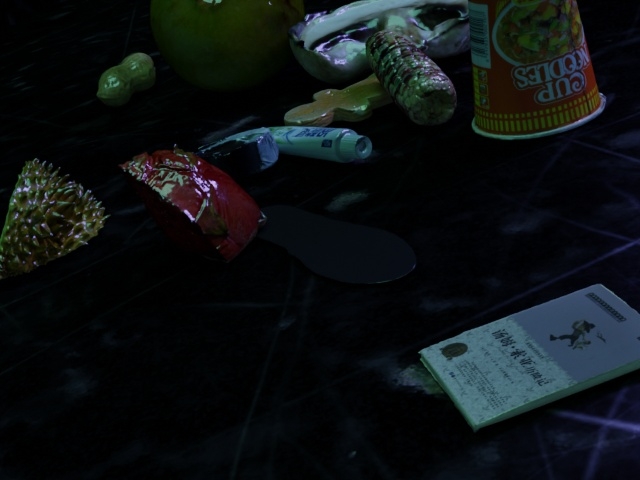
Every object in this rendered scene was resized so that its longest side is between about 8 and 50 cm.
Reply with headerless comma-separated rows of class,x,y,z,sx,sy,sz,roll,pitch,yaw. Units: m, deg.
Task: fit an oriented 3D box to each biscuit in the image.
biscuit,0.047,-0.225,1.523,0.234,0.030,0.153,-26,26,-21

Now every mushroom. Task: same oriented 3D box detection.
mushroom,0.123,-0.355,1.655,0.345,0.129,0.247,-17,35,-1

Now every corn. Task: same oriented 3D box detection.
corn,0.133,-0.254,1.433,0.086,0.086,0.253,-19,35,-7

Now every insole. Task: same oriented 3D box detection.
insole,0.000,0.000,1.105,0.109,0.007,0.322,-28,27,-28

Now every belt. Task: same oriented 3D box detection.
belt,-0.130,-0.119,1.375,0.140,0.058,0.105,-19,19,2

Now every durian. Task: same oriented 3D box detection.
durian,-0.393,-0.035,1.308,0.139,0.144,0.252,-36,28,9

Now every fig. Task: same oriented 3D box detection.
fig,-0.167,-0.421,1.801,0.316,0.316,0.316,-13,25,6

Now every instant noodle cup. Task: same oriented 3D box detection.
instant noodle cup,0.278,-0.269,1.261,0.193,0.212,0.193,-13,24,6

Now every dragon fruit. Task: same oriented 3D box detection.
dragon fruit,-0.149,-0.060,1.145,0.121,0.161,0.127,6,51,44

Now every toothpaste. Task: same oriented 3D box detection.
toothpaste,-0.030,-0.147,1.394,0.075,0.048,0.297,-34,26,-28

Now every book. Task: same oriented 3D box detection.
book,0.187,0.094,0.786,0.182,0.014,0.127,-19,24,-7

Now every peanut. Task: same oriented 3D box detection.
peanut,-0.409,-0.339,1.981,0.089,0.089,0.192,-1,33,29
